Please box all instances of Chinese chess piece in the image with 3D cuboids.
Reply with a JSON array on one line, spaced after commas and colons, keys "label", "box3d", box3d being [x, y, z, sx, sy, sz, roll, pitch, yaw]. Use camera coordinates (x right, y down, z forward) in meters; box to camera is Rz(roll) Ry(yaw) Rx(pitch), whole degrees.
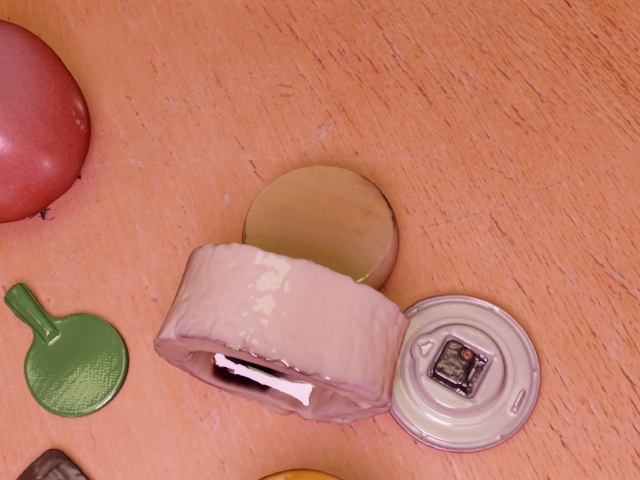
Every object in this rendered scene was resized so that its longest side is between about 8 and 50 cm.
[{"label": "Chinese chess piece", "box3d": [0.000, 0.000, 1.314, 0.250, 0.097, 0.251, -2, 63, 3]}]

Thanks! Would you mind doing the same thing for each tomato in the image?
[{"label": "tomato", "box3d": [-0.559, -0.192, 1.352, 0.341, 0.273, 0.341, -2, 63, 3]}]

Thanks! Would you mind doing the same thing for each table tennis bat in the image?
[{"label": "table tennis bat", "box3d": [-0.412, 0.164, 1.301, 0.160, 0.039, 0.257, -42, 73, -14]}]

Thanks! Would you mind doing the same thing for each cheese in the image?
[{"label": "cheese", "box3d": [-0.051, 0.137, 1.153, 0.332, 0.292, 0.153, 20, 67, 0]}]

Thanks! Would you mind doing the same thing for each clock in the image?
[{"label": "clock", "box3d": [0.205, 0.194, 1.227, 0.244, 0.056, 0.244, -2, 64, 4]}]

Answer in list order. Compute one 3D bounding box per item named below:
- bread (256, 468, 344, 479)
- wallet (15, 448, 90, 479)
[{"label": "bread", "box3d": [-0.061, 0.419, 1.022, 0.211, 0.270, 0.316, 42, 81, 6]}, {"label": "wallet", "box3d": [-0.441, 0.450, 1.159, 0.165, 0.042, 0.309, 41, 73, 19]}]
